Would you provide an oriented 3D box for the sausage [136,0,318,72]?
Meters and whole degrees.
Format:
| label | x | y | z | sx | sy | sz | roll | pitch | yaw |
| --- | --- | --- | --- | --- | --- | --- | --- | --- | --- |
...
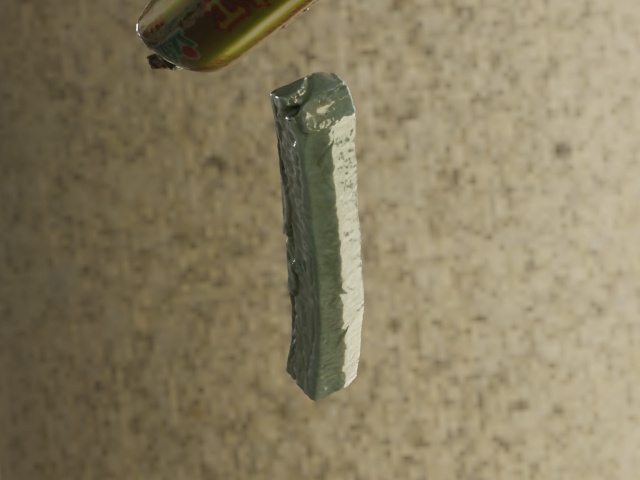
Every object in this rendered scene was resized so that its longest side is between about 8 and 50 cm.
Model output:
| label | x | y | z | sx | sy | sz | roll | pitch | yaw |
| --- | --- | --- | --- | --- | --- | --- | --- | --- | --- |
| sausage | -0.008 | -0.178 | 1.066 | 0.082 | 0.082 | 0.371 | -9 | -14 | -38 |

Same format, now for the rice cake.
| label | x | y | z | sx | sy | sz | roll | pitch | yaw |
| --- | --- | --- | --- | --- | --- | --- | --- | --- | --- |
| rice cake | 0.000 | 0.000 | 1.138 | 0.045 | 0.245 | 0.042 | -26 | 47 | -23 |
